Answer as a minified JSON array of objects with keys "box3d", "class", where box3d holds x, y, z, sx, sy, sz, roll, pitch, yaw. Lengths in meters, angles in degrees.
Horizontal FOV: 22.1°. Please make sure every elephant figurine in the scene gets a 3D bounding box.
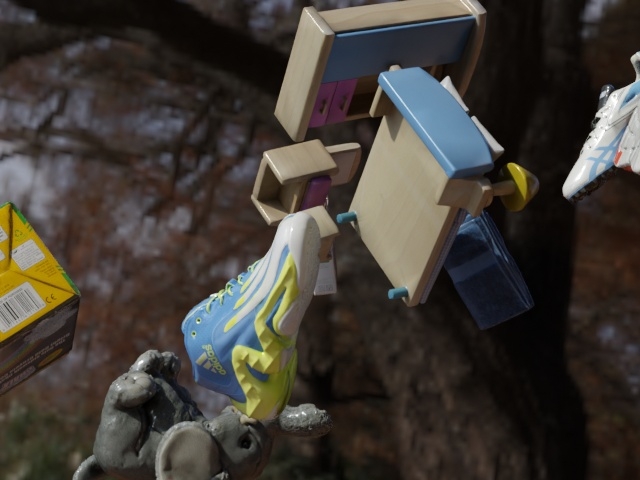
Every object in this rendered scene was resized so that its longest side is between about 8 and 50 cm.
[{"box3d":[-0.140,0.247,1.941,0.239,0.169,0.186,31,-52,18],"class":"elephant figurine"}]

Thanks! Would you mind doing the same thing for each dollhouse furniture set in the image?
[{"box3d":[0.109,-0.061,1.634,0.198,0.303,0.286,-11,-41,-29],"class":"dollhouse furniture set"}]

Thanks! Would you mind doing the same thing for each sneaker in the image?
[{"box3d":[-0.077,0.071,1.648,0.126,0.240,0.091,16,27,8],"class":"sneaker"},{"box3d":[0.389,-0.150,2.196,0.086,0.237,0.085,36,-13,6],"class":"sneaker"},{"box3d":[0.266,-0.069,1.249,0.065,0.061,0.158,20,17,-2],"class":"sneaker"}]

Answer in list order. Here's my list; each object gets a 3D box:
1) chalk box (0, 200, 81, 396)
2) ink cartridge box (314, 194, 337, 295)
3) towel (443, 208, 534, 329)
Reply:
[{"box3d":[-0.345,0.080,1.720,0.132,0.132,0.213,51,-25,12],"class":"chalk box"},{"box3d":[0.000,0.000,1.921,0.029,0.115,0.063,-6,19,4],"class":"ink cartridge box"},{"box3d":[0.160,0.028,1.633,0.067,0.119,0.029,-26,7,24],"class":"towel"}]
